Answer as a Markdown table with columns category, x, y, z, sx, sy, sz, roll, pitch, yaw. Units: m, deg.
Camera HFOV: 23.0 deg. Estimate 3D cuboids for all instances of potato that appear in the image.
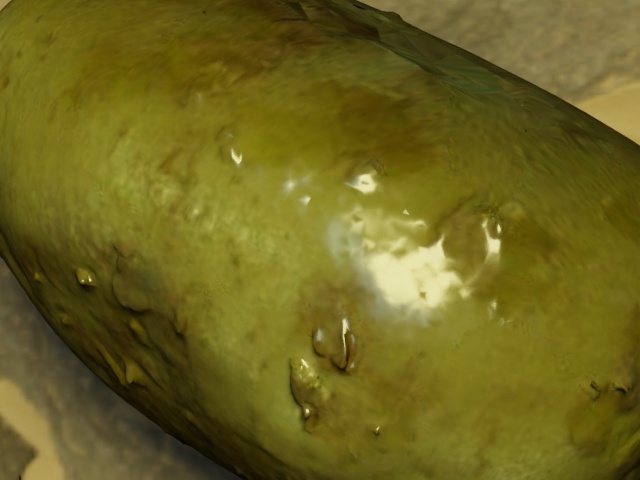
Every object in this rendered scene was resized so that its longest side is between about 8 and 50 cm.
| category | x | y | z | sx | sy | sz | roll | pitch | yaw |
| --- | --- | --- | --- | --- | --- | --- | --- | --- | --- |
| potato | 0.000 | 0.000 | 0.581 | 0.307 | 0.210 | 0.173 | 27 | 116 | 20 |
